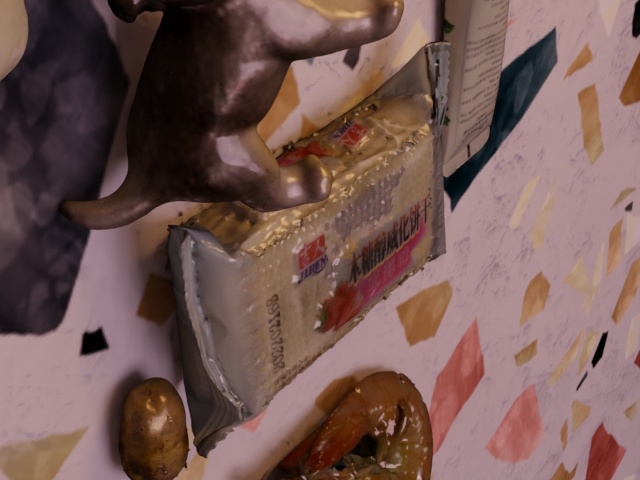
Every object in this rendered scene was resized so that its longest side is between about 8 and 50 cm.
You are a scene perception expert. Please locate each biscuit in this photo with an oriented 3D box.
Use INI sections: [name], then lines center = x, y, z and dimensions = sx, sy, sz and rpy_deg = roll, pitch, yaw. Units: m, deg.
[biscuit]
center = 0.000, -0.004, 0.947
dimensions = 0.309, 0.079, 0.186
rpy_deg = -36, 137, -40

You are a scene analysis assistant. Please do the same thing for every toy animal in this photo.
[toy animal]
center = -0.057, -0.118, 0.766
dimensions = 0.168, 0.121, 0.233
rpy_deg = -11, 128, -36

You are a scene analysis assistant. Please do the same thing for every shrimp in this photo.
[shrimp]
center = 0.025, 0.183, 1.111
dimensions = 0.267, 0.061, 0.145
rpy_deg = -1, 100, -53

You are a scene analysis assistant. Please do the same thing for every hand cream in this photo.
[hand cream]
center = 0.123, -0.162, 1.078
dimensions = 0.080, 0.050, 0.234
rpy_deg = -39, 142, -40

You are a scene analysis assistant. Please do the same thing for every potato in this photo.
[potato]
center = -0.110, 0.127, 0.889
dimensions = 0.051, 0.040, 0.083
rpy_deg = -49, 146, -50

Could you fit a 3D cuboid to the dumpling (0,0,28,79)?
[dumpling]
center = -0.187, -0.117, 0.582
dimensions = 0.179, 0.131, 0.252
rpy_deg = -1, 88, -77
